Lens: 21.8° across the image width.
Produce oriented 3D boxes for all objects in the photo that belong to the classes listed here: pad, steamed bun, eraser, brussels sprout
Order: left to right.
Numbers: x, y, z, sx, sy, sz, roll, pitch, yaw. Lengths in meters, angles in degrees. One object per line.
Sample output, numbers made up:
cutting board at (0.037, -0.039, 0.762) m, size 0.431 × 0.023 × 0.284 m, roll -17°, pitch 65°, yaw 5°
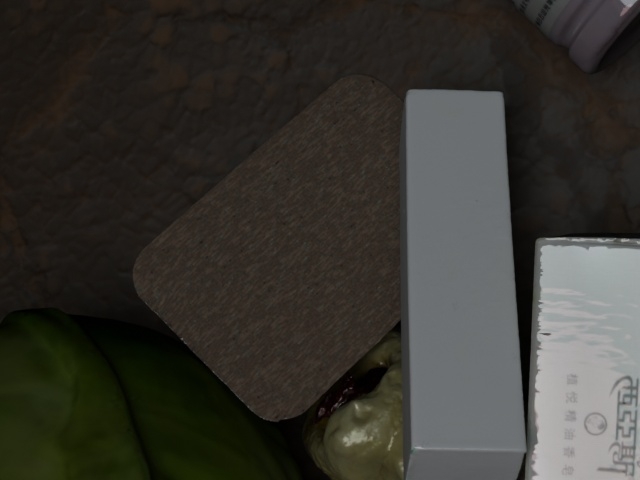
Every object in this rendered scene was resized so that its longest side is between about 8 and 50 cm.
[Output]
brussels sprout at (-0.193, 0.231, 1.222) m, size 0.425 × 0.342 × 0.361 m, roll 9°, pitch 76°, yaw 0°
pad at (0.000, 0.000, 1.272) m, size 0.176 × 0.002 × 0.266 m, roll 44°, pitch 71°, yaw 11°
steamed bun at (0.064, 0.150, 1.249) m, size 0.172 × 0.155 × 0.141 m, roll 31°, pitch 97°, yaw 11°
eraser at (0.098, 0.032, 1.196) m, size 0.078 × 0.076 × 0.298 m, roll 1°, pitch 58°, yaw -1°

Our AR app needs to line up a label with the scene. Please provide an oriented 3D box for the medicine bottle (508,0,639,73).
medicine bottle at (0.156, -0.252, 1.230) m, size 0.250 × 0.133 × 0.133 m, roll 45°, pitch 101°, yaw 11°

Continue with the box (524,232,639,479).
box at (0.211, 0.123, 1.190) m, size 0.111 × 0.194 × 0.260 m, roll 5°, pitch 91°, yaw 14°
